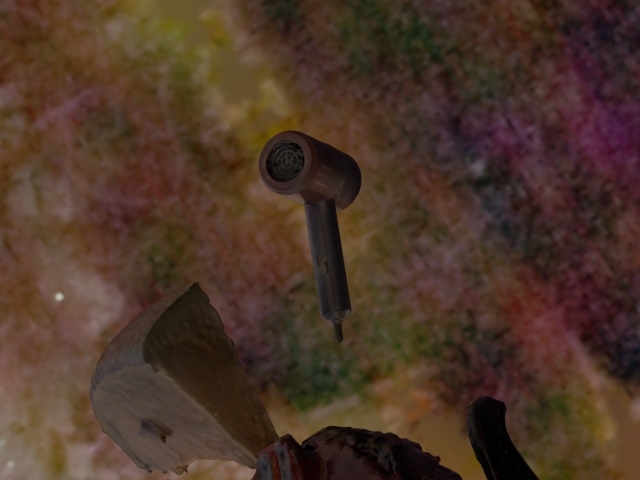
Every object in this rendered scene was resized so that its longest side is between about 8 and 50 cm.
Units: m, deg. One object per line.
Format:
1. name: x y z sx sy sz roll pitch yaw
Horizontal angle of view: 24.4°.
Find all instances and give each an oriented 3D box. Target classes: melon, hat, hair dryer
1. melon: -0.089 0.088 0.813 0.098 0.054 0.182 54 151 -10
2. hat: 0.067 0.153 0.580 0.227 0.129 0.140 17 -151 -36
3. hair dryer: 0.000 0.000 0.807 0.063 0.037 0.114 18 -120 -64
